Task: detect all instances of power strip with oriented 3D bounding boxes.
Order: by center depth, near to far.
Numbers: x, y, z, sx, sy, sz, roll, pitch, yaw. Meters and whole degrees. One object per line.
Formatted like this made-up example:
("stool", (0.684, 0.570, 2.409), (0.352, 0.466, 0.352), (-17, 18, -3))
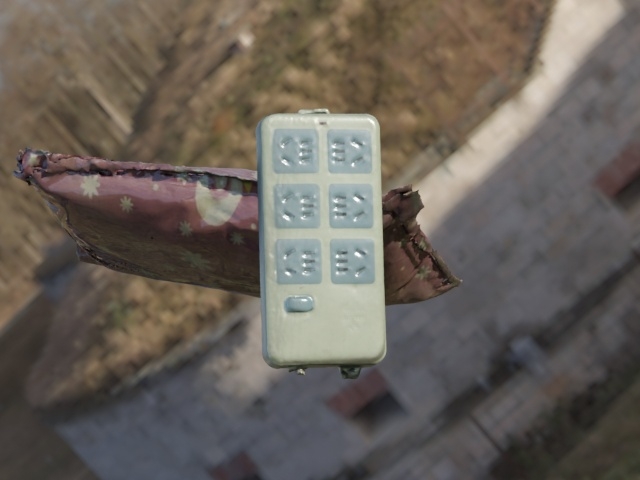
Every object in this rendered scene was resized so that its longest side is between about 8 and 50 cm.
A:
("power strip", (0.000, 0.000, 0.574), (0.040, 0.090, 0.016), (0, -8, -10))

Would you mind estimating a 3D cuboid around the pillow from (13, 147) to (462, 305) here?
("pillow", (-0.035, -0.002, 0.778), (0.118, 0.185, 0.043), (67, -153, -65))
